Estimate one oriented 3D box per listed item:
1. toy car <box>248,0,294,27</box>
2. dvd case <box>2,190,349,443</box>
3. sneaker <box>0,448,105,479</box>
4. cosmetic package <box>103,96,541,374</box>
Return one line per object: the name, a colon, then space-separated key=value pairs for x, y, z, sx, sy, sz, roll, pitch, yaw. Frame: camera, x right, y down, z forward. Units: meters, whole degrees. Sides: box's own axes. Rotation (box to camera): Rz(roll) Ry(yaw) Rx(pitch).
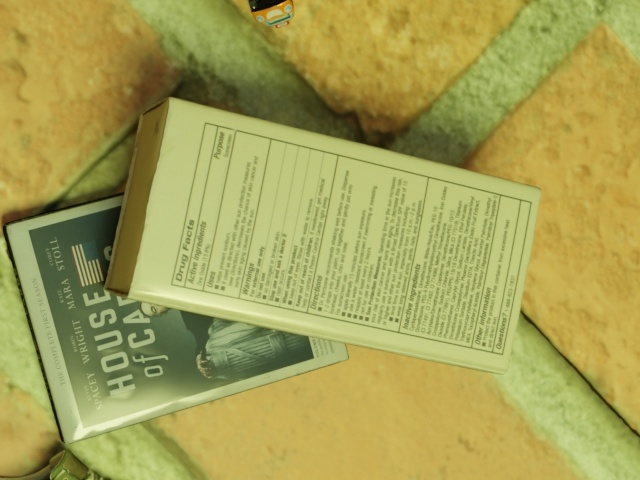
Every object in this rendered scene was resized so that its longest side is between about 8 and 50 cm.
toy car: x=-0.005 y=-0.208 z=1.237 sx=0.122 sy=0.060 sz=0.040 roll=-29 pitch=129 yaw=-7
dvd case: x=-0.112 y=0.042 z=1.216 sx=0.239 sy=0.029 sz=0.179 roll=-16 pitch=93 yaw=-16
sneaker: x=-0.185 y=0.203 z=1.174 sx=0.192 sy=0.064 sz=0.086 roll=-1 pitch=94 yaw=-12
cosmetic package: x=0.000 y=0.000 z=1.167 sx=0.296 sy=0.129 sz=0.153 roll=14 pitch=86 yaw=-16
